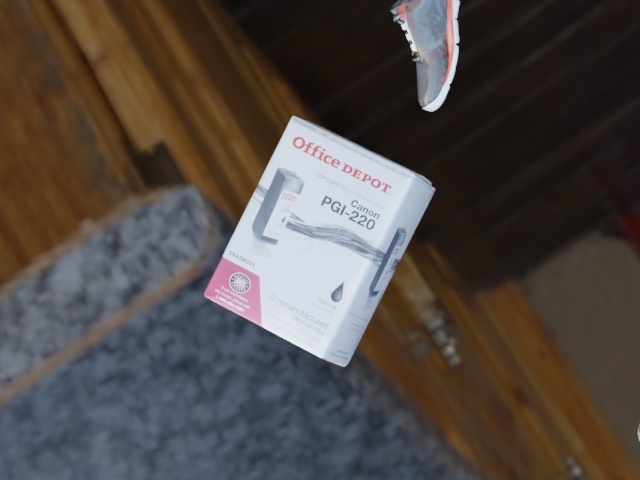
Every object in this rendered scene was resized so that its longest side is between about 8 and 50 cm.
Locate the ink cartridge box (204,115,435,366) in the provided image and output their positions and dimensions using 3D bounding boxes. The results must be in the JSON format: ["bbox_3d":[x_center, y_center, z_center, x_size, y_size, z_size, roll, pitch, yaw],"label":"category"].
[{"bbox_3d":[0.000,0.000,2.048,0.218,0.158,0.092,-63,161,-1],"label":"ink cartridge box"}]

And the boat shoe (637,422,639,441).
[{"bbox_3d":[0.352,0.144,1.921,0.040,0.049,0.142,82,31,-51],"label":"boat shoe"}]

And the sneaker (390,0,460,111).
[{"bbox_3d":[0.094,-0.201,1.822,0.065,0.061,0.158,3,97,-11],"label":"sneaker"}]
